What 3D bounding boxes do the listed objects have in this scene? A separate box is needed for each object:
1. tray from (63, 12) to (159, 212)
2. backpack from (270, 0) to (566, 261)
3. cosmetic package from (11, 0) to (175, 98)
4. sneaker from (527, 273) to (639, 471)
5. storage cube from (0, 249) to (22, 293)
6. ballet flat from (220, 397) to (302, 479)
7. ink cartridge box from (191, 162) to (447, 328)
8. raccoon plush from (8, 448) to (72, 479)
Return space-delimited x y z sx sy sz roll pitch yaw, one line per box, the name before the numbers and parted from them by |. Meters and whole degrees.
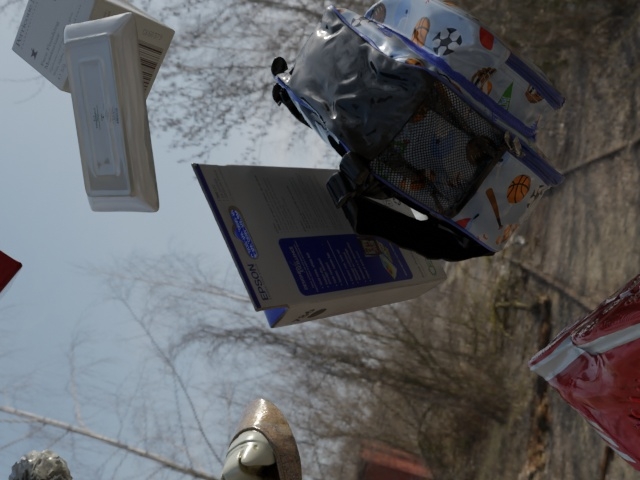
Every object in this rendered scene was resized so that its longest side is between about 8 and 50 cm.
tray | -0.301 -0.170 0.957 0.030 0.145 0.270 -22 -69 -57
backpack | 0.112 -0.115 0.692 0.213 0.263 0.276 -44 37 14
cosmetic package | -0.364 -0.320 1.094 0.151 0.184 0.151 8 -67 -53
sneaker | 0.253 0.103 0.519 0.087 0.128 0.221 -39 -14 -12
storage cube | -0.559 0.073 0.952 0.215 0.184 0.193 -28 28 57
ballet flat | -0.076 0.344 0.916 0.106 0.107 0.316 29 -151 -45
ink cartridge box | 0.000 0.000 0.759 0.333 0.165 0.065 -2 -29 -49
raccoon plush | -0.359 0.357 0.635 0.446 0.216 0.299 55 168 44
